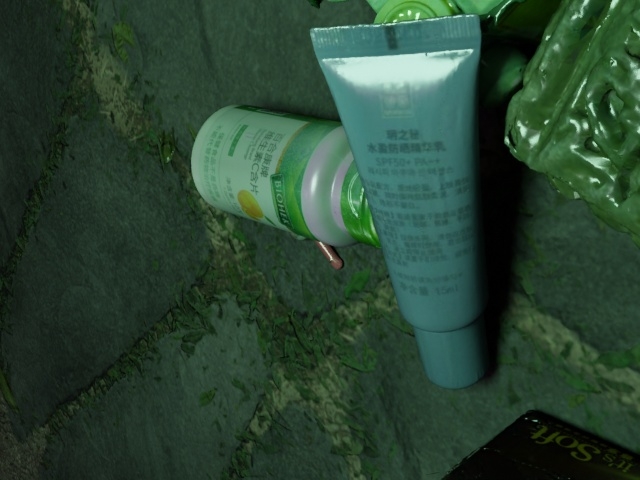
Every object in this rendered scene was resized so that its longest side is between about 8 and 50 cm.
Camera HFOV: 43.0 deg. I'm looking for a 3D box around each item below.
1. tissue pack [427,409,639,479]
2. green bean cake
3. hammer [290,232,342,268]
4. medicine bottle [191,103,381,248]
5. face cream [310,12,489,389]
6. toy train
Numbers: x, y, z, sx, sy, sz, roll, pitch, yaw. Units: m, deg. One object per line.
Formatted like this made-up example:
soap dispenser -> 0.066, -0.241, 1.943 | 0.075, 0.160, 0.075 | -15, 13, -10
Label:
tissue pack -> 0.264, 0.316, 0.668 | 0.370, 0.210, 0.198 | 19, 121, 40
green bean cake -> 0.278, -0.112, 0.585 | 0.255, 0.132, 0.241 | 45, 133, 28
hammer -> 0.000, 0.000, 0.978 | 0.083, 0.031, 0.052 | 54, 137, 7
medicine bottle -> -0.011, -0.070, 0.890 | 0.274, 0.133, 0.133 | 17, 113, 41
face cream -> 0.097, -0.018, 0.729 | 0.135, 0.086, 0.385 | 2, 130, 23
toy train -> 0.105, -0.245, 0.710 | 0.188, 0.159, 0.272 | -47, 67, 32
